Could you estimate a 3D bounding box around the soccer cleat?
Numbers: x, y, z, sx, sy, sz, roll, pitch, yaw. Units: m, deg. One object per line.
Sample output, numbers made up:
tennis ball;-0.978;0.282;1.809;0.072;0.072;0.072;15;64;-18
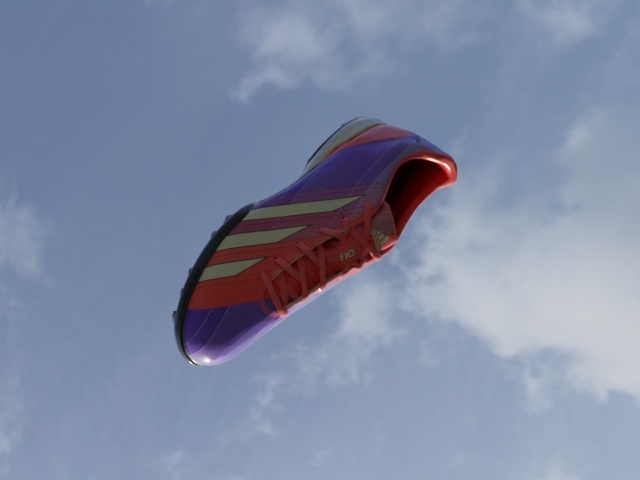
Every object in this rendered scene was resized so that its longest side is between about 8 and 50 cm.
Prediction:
soccer cleat;0.000;0.000;0.676;0.318;0.116;0.108;-45;-41;-28
